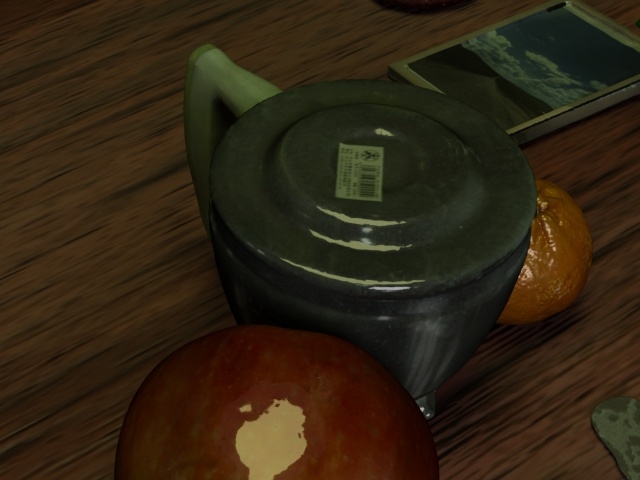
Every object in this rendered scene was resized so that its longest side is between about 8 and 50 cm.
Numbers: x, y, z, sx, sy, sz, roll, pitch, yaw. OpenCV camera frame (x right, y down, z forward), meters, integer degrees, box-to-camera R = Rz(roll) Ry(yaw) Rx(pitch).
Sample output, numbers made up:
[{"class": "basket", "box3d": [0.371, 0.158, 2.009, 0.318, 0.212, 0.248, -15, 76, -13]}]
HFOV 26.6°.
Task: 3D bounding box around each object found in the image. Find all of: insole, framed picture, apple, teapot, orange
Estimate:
[{"class": "insole", "box3d": [0.261, 0.190, 1.028, 0.065, 0.006, 0.193, -12, 42, -12]}, {"class": "framed picture", "box3d": [0.228, -0.180, 1.443, 0.260, 0.023, 0.189, -24, 43, -23]}, {"class": "apple", "box3d": [-0.034, 0.173, 0.899, 0.229, 0.230, 0.230, -1, 41, 1]}, {"class": "teapot", "box3d": [-0.006, 0.015, 1.060, 0.321, 0.239, 0.239, 20, 44, 15]}, {"class": "orange", "box3d": [0.167, 0.003, 1.160, 0.135, 0.118, 0.136, 4, 37, -3]}]

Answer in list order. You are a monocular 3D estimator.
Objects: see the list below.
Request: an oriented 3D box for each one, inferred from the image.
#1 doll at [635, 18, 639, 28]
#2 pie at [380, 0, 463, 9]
[{"class": "doll", "box3d": [0.398, -0.142, 1.320, 0.134, 0.106, 0.186, 16, 41, -48]}, {"class": "pie", "box3d": [0.116, -0.317, 1.589, 0.154, 0.036, 0.154, -1, 40, 1]}]
